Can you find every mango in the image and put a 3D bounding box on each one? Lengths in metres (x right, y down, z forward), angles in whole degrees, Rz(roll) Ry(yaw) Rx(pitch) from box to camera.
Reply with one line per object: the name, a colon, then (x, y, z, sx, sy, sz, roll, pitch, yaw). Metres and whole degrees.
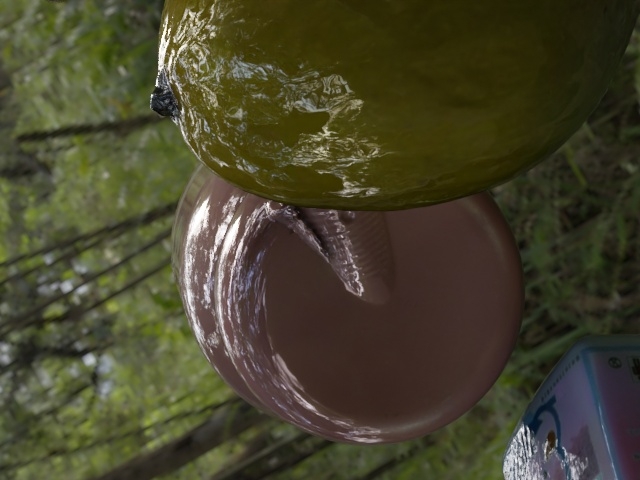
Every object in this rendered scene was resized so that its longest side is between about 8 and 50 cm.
mango: (0.039, -0.091, 0.436, 0.237, 0.137, 0.091, -53, -25, -47)

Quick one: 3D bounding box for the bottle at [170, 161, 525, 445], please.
bottle: (0.000, 0.000, 0.712, 0.297, 0.173, 0.206, -134, 20, -81)

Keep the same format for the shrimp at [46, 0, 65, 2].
shrimp: (-0.262, -0.234, 1.019, 0.148, 0.035, 0.195, 35, 177, 0)

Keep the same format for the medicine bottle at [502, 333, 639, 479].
medicine bottle: (0.151, 0.147, 0.593, 0.119, 0.094, 0.188, 110, 159, -47)
